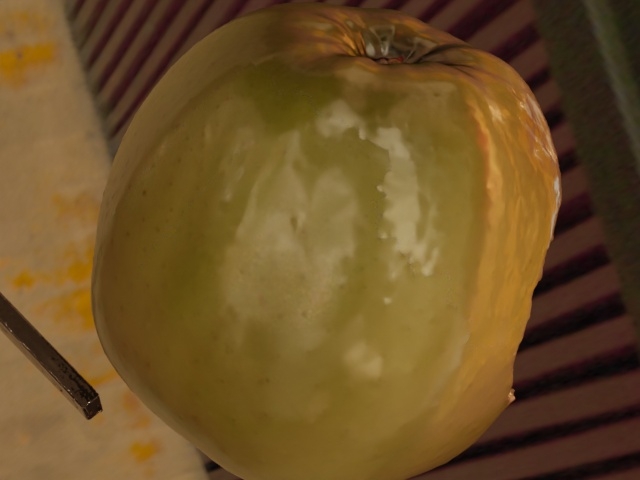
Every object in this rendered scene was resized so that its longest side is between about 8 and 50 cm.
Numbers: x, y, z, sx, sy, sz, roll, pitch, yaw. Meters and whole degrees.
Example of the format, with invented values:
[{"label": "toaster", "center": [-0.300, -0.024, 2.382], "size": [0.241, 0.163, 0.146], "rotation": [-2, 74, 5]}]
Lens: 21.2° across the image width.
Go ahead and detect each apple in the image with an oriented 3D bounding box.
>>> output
[{"label": "apple", "center": [0.000, 0.000, 0.957], "size": [0.279, 0.279, 0.279], "rotation": [4, 76, -17]}]

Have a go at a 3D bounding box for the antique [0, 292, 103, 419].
[{"label": "antique", "center": [-0.206, 0.044, 1.090], "size": [0.015, 0.031, 0.192], "rotation": [-40, 68, -17]}]
